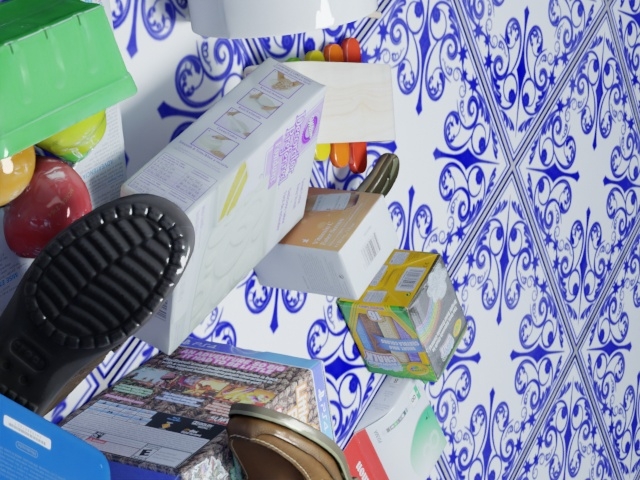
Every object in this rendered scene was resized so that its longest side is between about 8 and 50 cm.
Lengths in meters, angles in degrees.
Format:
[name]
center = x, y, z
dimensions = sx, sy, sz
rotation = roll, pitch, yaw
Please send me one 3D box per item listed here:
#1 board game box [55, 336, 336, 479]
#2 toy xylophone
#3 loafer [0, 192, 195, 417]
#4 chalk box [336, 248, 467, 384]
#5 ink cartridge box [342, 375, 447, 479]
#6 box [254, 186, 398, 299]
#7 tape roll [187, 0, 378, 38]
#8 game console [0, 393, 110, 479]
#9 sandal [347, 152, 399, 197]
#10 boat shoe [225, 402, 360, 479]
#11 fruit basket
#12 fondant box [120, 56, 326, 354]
[board game box]
center = -0.159, 0.256, 1.820
dimensions = 0.291, 0.232, 0.141
rotation = -34, 123, -48
[toy xylophone]
center = 0.015, -0.226, 2.131
dimensions = 0.322, 0.081, 0.236
rotation = 6, 83, -55
[loafer]
center = -0.278, 0.082, 1.620
dimensions = 0.134, 0.366, 0.130
rotation = 46, 13, -3
[chalk box]
center = 0.139, 0.133, 2.327
dimensions = 0.132, 0.132, 0.213
rotation = -56, 138, -36
[ink cartridge box]
center = 0.116, 0.348, 2.394
dimensions = 0.225, 0.056, 0.181
rotation = -57, 137, -37
[box]
center = 0.000, 0.000, 2.066
dimensions = 0.130, 0.170, 0.091
rotation = -54, 137, -37
[tape roll]
center = -0.056, -0.364, 1.867
dimensions = 0.246, 0.246, 0.169
rotation = -29, 119, -50
[game console]
center = -0.369, 0.304, 1.507
dimensions = 0.293, 0.173, 0.250
rotation = 41, 34, -45
[sandal]
center = 0.039, -0.047, 2.203
dimensions = 0.219, 0.060, 0.090
rotation = -57, 161, -7
[boat shoe]
center = -0.026, 0.293, 1.715
dimensions = 0.307, 0.110, 0.104
rotation = 50, 54, -48
[fruit basket]
center = -0.334, -0.085, 1.623
dimensions = 0.327, 0.165, 0.353
rotation = -36, 139, -46
[fondant box]
center = -0.127, -0.048, 1.863
dimensions = 0.330, 0.096, 0.238
rotation = -48, 159, -42
